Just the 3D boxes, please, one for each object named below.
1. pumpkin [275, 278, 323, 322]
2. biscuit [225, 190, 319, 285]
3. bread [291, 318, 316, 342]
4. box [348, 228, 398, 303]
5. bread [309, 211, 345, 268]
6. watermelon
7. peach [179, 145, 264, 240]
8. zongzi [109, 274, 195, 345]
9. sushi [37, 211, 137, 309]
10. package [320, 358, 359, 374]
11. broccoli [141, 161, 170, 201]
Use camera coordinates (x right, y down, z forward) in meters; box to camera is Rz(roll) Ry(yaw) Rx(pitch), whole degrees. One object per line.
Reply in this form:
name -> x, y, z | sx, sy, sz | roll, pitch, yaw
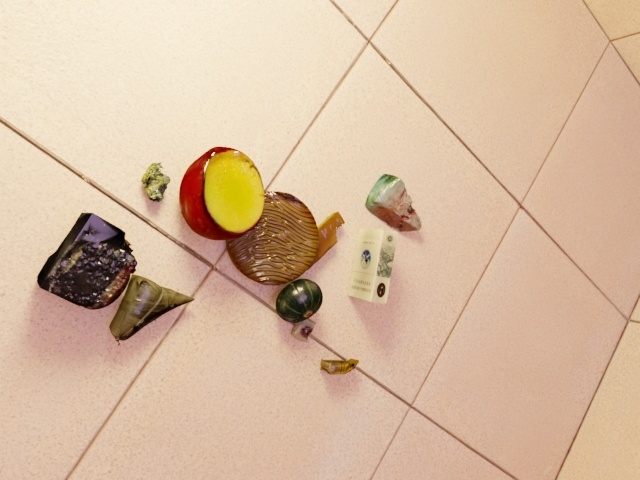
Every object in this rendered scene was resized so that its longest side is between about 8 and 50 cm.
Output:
pumpkin -> -0.072, 0.202, 1.822 | 0.167, 0.167, 0.125 | -23, 73, -26
biscuit -> -0.155, -0.008, 1.794 | 0.318, 0.040, 0.317 | 1, 88, -17
bread -> -0.060, 0.307, 1.896 | 0.070, 0.035, 0.083 | 35, 79, -24
box -> 0.186, 0.088, 1.944 | 0.069, 0.164, 0.256 | 11, 88, -26
bread -> 0.000, 0.000, 1.903 | 0.226, 0.049, 0.088 | -42, 109, -20
watermelon -> 0.288, -0.117, 2.042 | 0.241, 0.094, 0.154 | 44, 80, -26
peach -> -0.306, -0.143, 1.626 | 0.249, 0.246, 0.274 | -25, 114, -66
zongzi -> -0.506, 0.228, 1.625 | 0.205, 0.094, 0.204 | 27, 84, -35
sushi -> -0.616, 0.067, 1.481 | 0.213, 0.215, 0.227 | 34, 76, -26
package -> 0.069, 0.452, 1.953 | 0.131, 0.071, 0.047 | 5, 85, -30
broccoli -> -0.486, -0.172, 1.611 | 0.095, 0.092, 0.096 | 53, 51, -34
